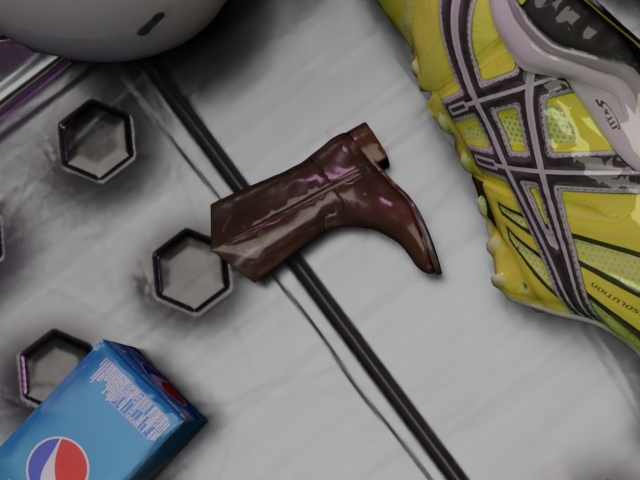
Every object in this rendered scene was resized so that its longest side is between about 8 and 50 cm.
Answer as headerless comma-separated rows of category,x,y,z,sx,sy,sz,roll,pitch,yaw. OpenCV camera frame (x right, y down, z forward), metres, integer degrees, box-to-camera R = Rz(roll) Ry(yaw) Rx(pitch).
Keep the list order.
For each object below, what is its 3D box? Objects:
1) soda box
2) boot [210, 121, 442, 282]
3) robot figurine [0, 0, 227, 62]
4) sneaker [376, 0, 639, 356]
soda box,-0.162,0.154,0.871,0.067,0.071,0.210,44,90,10
boot,0.000,0.000,0.887,0.114,0.037,0.106,-29,67,0
robot figurine,-0.120,-0.239,0.870,0.174,0.209,0.278,4,82,-9
sneaker,0.124,-0.047,0.829,0.147,0.145,0.384,-47,70,18
